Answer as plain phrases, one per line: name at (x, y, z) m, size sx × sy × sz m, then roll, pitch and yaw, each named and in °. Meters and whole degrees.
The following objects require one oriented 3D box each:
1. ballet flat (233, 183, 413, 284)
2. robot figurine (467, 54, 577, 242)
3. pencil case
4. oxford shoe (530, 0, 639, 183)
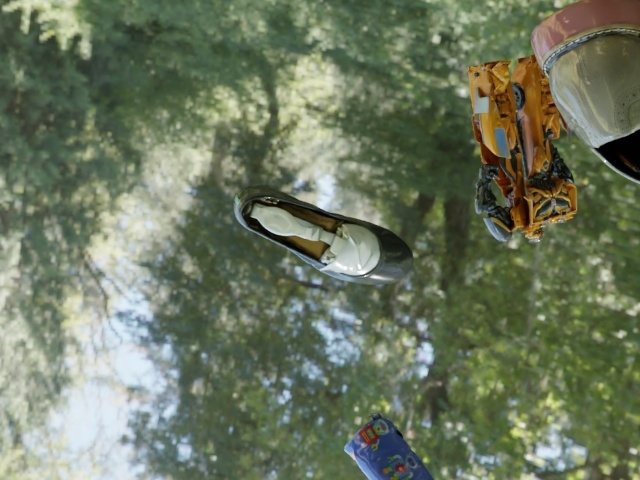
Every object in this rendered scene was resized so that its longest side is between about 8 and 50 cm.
ballet flat at (0.000, 0.000, 1.415) m, size 0.280 × 0.095 × 0.096 m, roll 20°, pitch -173°, yaw 2°
robot figurine at (0.321, -0.139, 1.522) m, size 0.211 × 0.291 × 0.085 m, roll -16°, pitch -173°, yaw -32°
pencil case at (0.187, 0.530, 2.164) m, size 0.133 × 0.119 × 0.306 m, roll -30°, pitch -117°, yaw -22°
oxford shoe at (0.299, -0.095, 0.858) m, size 0.123 × 0.130 × 0.348 m, roll -25°, pitch 155°, yaw 39°
